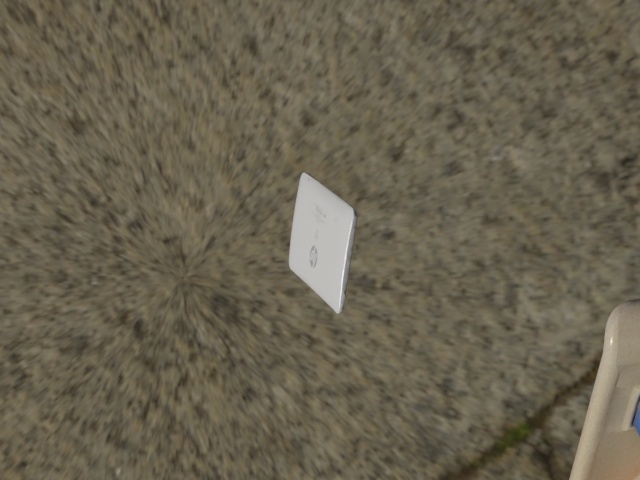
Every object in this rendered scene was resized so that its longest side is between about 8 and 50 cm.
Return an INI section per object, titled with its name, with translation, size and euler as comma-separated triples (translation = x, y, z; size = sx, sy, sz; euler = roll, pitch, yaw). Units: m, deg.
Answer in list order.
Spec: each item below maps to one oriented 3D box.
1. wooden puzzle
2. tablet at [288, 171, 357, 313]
[wooden puzzle]
translation = 0.403, 0.195, 1.461
size = 0.322, 0.080, 0.348
euler = -6, 129, -11
[tablet]
translation = 0.000, 0.000, 0.786
size = 0.006, 0.083, 0.054
euler = 3, 104, -19
